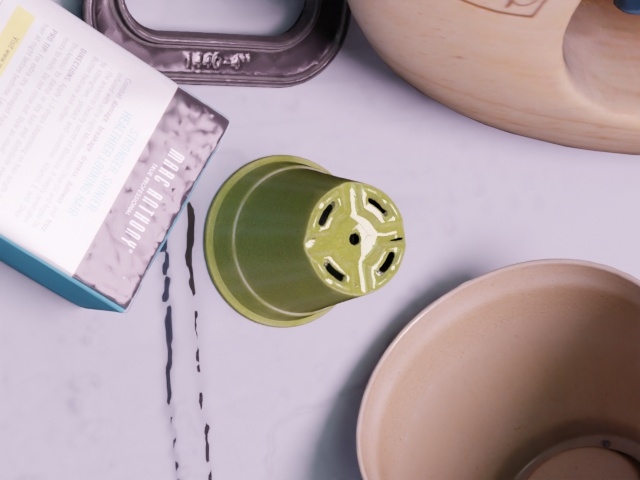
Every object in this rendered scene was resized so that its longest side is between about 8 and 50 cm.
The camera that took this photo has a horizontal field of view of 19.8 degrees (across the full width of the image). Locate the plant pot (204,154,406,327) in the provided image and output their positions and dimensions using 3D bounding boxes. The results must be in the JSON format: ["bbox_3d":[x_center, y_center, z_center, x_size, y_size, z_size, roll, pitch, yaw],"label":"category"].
[{"bbox_3d":[0.000,0.000,0.849,0.083,0.079,0.083,0,89,-27],"label":"plant pot"}]

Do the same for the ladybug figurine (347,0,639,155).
[{"bbox_3d":[0.200,-0.171,0.855,0.449,0.305,0.162,3,56,-29],"label":"ladybug figurine"}]

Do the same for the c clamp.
[{"bbox_3d":[-0.036,-0.137,0.852,0.160,0.022,0.137,-7,112,-29],"label":"c clamp"}]

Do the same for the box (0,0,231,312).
[{"bbox_3d":[-0.167,-0.071,0.778,0.244,0.060,0.100,34,75,-22],"label":"box"}]

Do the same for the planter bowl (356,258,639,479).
[{"bbox_3d":[0.111,0.104,0.873,0.162,0.162,0.109,-51,137,-18],"label":"planter bowl"}]
